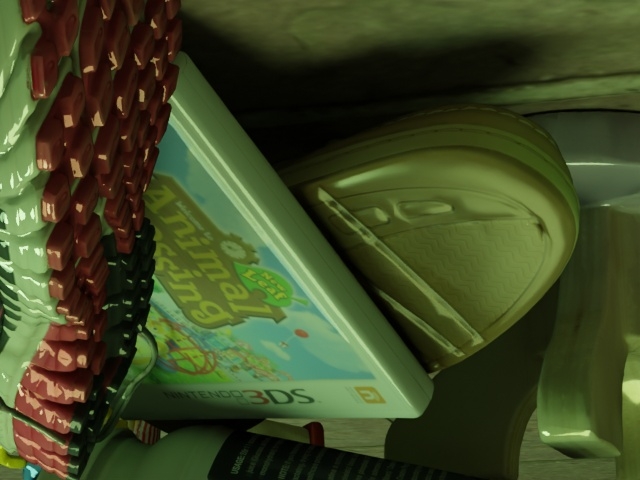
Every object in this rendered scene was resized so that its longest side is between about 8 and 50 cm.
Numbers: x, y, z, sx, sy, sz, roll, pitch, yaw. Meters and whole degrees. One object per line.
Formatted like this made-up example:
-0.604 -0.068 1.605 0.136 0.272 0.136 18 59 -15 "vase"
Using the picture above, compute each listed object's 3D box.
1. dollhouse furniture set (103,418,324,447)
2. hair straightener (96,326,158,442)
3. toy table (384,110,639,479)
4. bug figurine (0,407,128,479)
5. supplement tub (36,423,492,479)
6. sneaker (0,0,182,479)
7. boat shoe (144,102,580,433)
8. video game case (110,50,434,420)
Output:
-0.068 0.148 1.258 0.152 0.201 0.374 5 159 -23 "dollhouse furniture set"
-0.135 0.012 0.742 0.089 0.047 0.230 1 135 32 "hair straightener"
0.157 0.045 0.905 0.252 0.161 0.274 -10 163 31 "toy table"
-0.252 0.096 0.983 0.279 0.216 0.072 -3 137 -7 "bug figurine"
-0.005 0.197 0.840 0.272 0.191 0.191 10 168 9 "supplement tub"
-0.120 -0.015 0.599 0.112 0.121 0.299 18 140 2 "sneaker"
0.000 0.000 0.824 0.121 0.110 0.341 40 144 -19 "boat shoe"
-0.078 0.010 0.768 0.193 0.023 0.212 -6 134 39 "video game case"
